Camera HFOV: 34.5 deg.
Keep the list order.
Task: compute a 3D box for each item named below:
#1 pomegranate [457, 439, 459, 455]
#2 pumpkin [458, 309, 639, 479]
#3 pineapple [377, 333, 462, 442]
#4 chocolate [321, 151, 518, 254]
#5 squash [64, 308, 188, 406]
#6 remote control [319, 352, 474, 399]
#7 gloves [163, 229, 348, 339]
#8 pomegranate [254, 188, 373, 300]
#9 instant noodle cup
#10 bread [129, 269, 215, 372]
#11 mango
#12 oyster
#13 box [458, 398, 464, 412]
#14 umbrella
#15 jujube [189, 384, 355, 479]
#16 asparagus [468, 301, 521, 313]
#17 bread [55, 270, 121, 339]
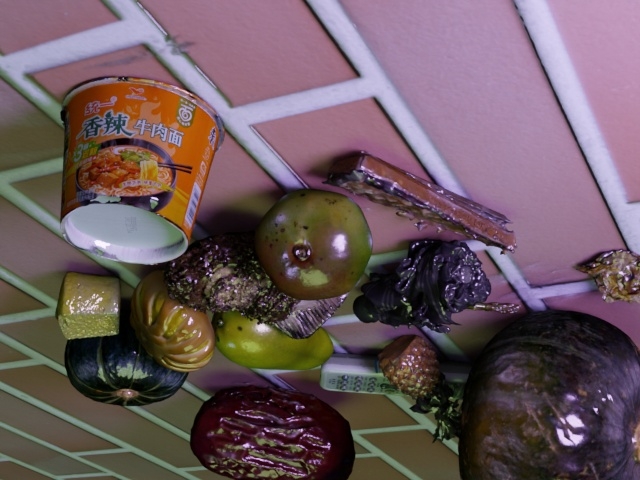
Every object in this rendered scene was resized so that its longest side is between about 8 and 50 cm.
[{"bbox_3d":[0.424,0.492,2.393,0.209,0.209,0.209,3,152,2],"label":"pomegranate"},{"bbox_3d":[0.425,0.350,1.857,0.344,0.454,0.454,0,155,37],"label":"pumpkin"},{"bbox_3d":[0.219,0.302,2.061,0.125,0.125,0.251,-19,114,37],"label":"pineapple"},{"bbox_3d":[0.158,-0.056,1.538,0.329,0.065,0.102,22,166,-29],"label":"chocolate"},{"bbox_3d":[-0.382,0.233,2.049,0.252,0.165,0.252,0,152,0],"label":"squash"},{"bbox_3d":[0.167,0.284,2.177,0.335,0.065,0.128,4,150,0],"label":"remote control"},{"bbox_3d":[-0.112,0.063,1.717,0.312,0.135,0.210,24,146,-33],"label":"gloves"},{"bbox_3d":[0.000,0.000,1.576,0.180,0.180,0.210,-9,-172,24],"label":"pomegranate"},{"bbox_3d":[-0.254,-0.084,1.408,0.230,0.182,0.230,3,153,2],"label":"instant noodle cup"},{"bbox_3d":[-0.274,0.154,1.858,0.213,0.105,0.213,35,143,31],"label":"bread"},{"bbox_3d":[-0.089,0.176,1.933,0.175,0.143,0.293,-9,158,32],"label":"mango"},{"bbox_3d":[0.519,0.068,1.737,0.177,0.056,0.105,28,137,-30],"label":"oyster"},{"bbox_3d":[0.363,0.330,2.150,0.159,0.071,0.240,-33,158,-16],"label":"box"},{"bbox_3d":[0.144,0.077,1.743,0.128,0.154,0.336,-16,-174,-32],"label":"umbrella"},{"bbox_3d":[-0.106,0.457,2.369,0.377,0.258,0.258,20,151,-4],"label":"jujube"},{"bbox_3d":[0.246,0.115,1.889,0.248,0.025,0.024,6,110,-4],"label":"asparagus"},{"bbox_3d":[-0.424,0.115,1.889,0.114,0.111,0.129,4,151,-8],"label":"bread"}]
